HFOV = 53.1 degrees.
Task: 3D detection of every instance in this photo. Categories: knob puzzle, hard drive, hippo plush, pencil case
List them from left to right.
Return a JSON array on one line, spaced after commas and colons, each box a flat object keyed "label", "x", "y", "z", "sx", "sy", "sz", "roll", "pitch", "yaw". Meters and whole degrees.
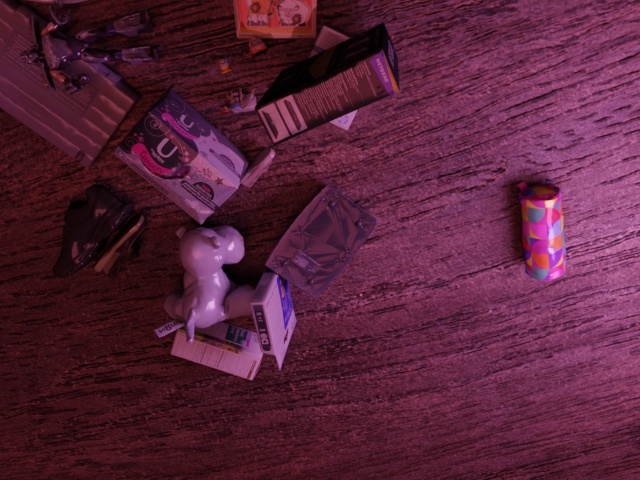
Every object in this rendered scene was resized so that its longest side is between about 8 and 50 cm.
[{"label": "hippo plush", "x": -0.298, "y": 0.079, "z": 1.560, "sx": 0.234, "sy": 0.294, "sz": 0.237, "roll": 5, "pitch": 104, "yaw": 37}, {"label": "knob puzzle", "x": -0.095, "y": -0.512, "z": 1.307, "sx": 0.213, "sy": 0.030, "sz": 0.213, "roll": 2, "pitch": 120, "yaw": 4}, {"label": "hard drive", "x": 0.000, "y": 0.000, "z": 1.557, "sx": 0.172, "sy": 0.054, "sz": 0.255, "roll": 35, "pitch": 105, "yaw": -15}, {"label": "pencil case", "x": 0.522, "y": -0.023, "z": 1.505, "sx": 0.104, "sy": 0.104, "sz": 0.237, "roll": -9, "pitch": 116, "yaw": 9}]

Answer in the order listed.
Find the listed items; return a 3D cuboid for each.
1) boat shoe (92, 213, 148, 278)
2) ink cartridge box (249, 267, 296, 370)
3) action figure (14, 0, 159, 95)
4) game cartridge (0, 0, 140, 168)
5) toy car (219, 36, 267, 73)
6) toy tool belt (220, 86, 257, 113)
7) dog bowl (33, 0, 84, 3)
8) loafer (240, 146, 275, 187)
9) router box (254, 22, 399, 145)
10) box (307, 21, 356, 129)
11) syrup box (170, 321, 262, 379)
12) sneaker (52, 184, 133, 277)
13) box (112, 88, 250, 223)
[{"label": "boat shoe", "x": -0.491, "y": 0.018, "z": 1.616, "sx": 0.073, "sy": 0.080, "sz": 0.223, "roll": 37, "pitch": 121, "yaw": -22}, {"label": "ink cartridge box", "x": -0.114, "y": 0.181, "z": 1.603, "sx": 0.045, "sy": 0.206, "sz": 0.208, "roll": -3, "pitch": 119, "yaw": 13}, {"label": "action figure", "x": -0.486, "y": -0.402, "z": 1.320, "sx": 0.284, "sy": 0.099, "sz": 0.186, "roll": -13, "pitch": 108, "yaw": -11}, {"label": "game cartridge", "x": -0.605, "y": -0.352, "z": 1.422, "sx": 0.355, "sy": 0.068, "sz": 0.230, "roll": 38, "pitch": 111, "yaw": -16}, {"label": "toy car", "x": -0.170, "y": -0.398, "z": 1.363, "sx": 0.122, "sy": 0.060, "sz": 0.041, "roll": -20, "pitch": 99, "yaw": 12}, {"label": "toy tool belt", "x": -0.183, "y": -0.313, "z": 1.423, "sx": 0.083, "sy": 0.052, "sz": 0.051, "roll": -6, "pitch": 88, "yaw": 4}, {"label": "dog bowl", "x": -0.541, "y": -0.541, "z": 1.184, "sx": 0.264, "sy": 0.265, "sz": 0.104, "roll": 2, "pitch": 88, "yaw": 3}, {"label": "loafer", "x": -0.144, "y": -0.171, "z": 1.503, "sx": 0.039, "sy": 0.045, "sz": 0.125, "roll": 32, "pitch": 125, "yaw": -32}, {"label": "router box", "x": 0.023, "y": -0.304, "z": 1.213, "sx": 0.242, "sy": 0.309, "sz": 0.081, "roll": -21, "pitch": 112, "yaw": 16}, {"label": "box", "x": 0.033, "y": -0.353, "z": 1.384, "sx": 0.145, "sy": 0.038, "sz": 0.186, "roll": 24, "pitch": 120, "yaw": -9}, {"label": "syrup box", "x": -0.274, "y": 0.284, "z": 1.738, "sx": 0.236, "sy": 0.093, "sz": 0.096, "roll": 19, "pitch": 119, "yaw": -7}, {"label": "sneaker", "x": -0.589, "y": -0.025, "z": 1.593, "sx": 0.130, "sy": 0.109, "sz": 0.286, "roll": 42, "pitch": 108, "yaw": -8}, {"label": "box", "x": -0.301, "y": -0.189, "z": 1.429, "sx": 0.247, "sy": 0.163, "sz": 0.142, "roll": 40, "pitch": 116, "yaw": -18}]
